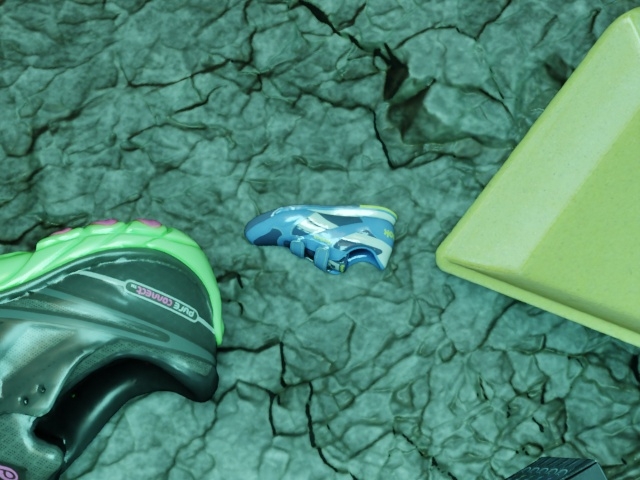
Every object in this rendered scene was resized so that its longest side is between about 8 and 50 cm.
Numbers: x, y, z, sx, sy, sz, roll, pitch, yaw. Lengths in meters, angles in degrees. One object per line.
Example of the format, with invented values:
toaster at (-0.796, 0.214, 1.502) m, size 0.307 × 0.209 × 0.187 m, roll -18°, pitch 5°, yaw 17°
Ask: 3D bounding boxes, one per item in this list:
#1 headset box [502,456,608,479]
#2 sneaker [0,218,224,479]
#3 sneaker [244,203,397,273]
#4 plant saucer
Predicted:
headset box at (0.150, 0.332, 1.016) m, size 0.283 × 0.131 × 0.246 m, roll -28°, pitch 87°, yaw -13°
sneaker at (-0.310, 0.138, 1.118) m, size 0.483 × 0.185 × 0.202 m, roll -21°, pitch 69°, yaw -3°
sneaker at (0.000, 0.000, 1.217) m, size 0.144 × 0.053 × 0.059 m, roll -1°, pitch 74°, yaw 3°
plant saucer at (0.314, -0.044, 1.135) m, size 0.332 × 0.081 × 0.333 m, roll -52°, pitch 37°, yaw -12°
